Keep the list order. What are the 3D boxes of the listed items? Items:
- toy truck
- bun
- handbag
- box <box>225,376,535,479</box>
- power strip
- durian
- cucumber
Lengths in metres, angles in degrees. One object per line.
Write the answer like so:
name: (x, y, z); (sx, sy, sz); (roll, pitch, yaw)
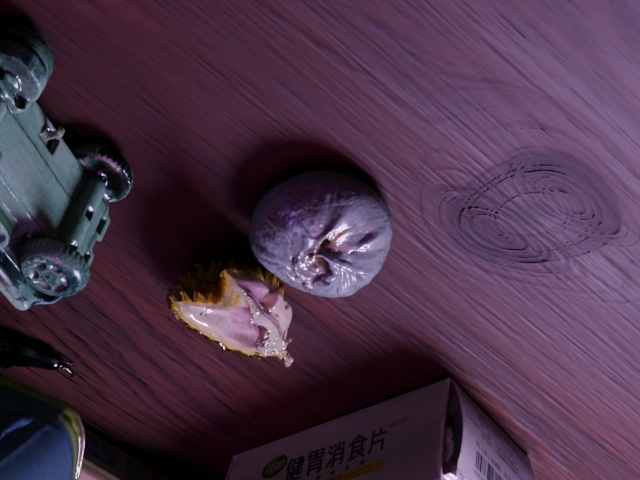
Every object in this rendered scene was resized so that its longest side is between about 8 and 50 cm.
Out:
toy truck: (-0.297, -0.071, 1.385); (0.156, 0.155, 0.279); (-6, 135, 27)
bun: (0.000, 0.000, 1.455); (0.140, 0.083, 0.141); (5, 133, 6)
handbag: (-0.403, 0.259, 1.545); (0.263, 0.241, 0.222); (20, 112, 16)
box: (0.062, 0.296, 1.695); (0.332, 0.145, 0.173); (-24, 128, 29)
power strip: (-0.223, 0.284, 1.739); (0.387, 0.092, 0.066); (35, 101, -16)
durian: (-0.079, 0.051, 1.500); (0.140, 0.078, 0.224); (24, 160, 6)
cucumber: (-0.346, 0.120, 1.658); (0.163, 0.039, 0.043); (16, 156, -5)
